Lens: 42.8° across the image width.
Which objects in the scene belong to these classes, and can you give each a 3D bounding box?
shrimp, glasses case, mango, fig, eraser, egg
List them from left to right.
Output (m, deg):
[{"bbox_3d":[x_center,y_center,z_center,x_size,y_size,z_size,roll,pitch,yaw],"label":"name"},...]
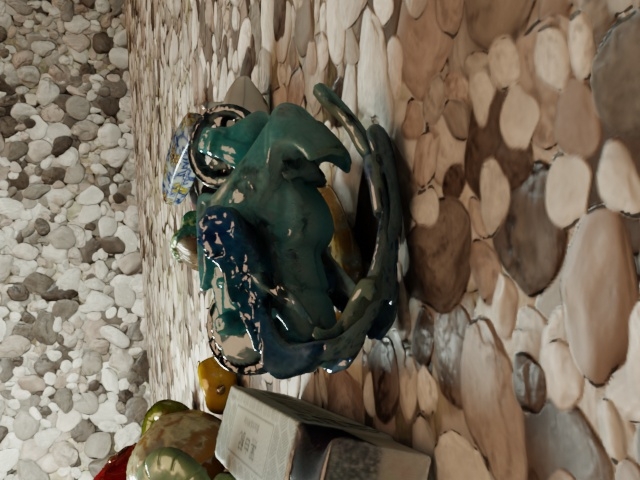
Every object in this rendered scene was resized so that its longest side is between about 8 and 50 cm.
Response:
[{"bbox_3d":[-0.325,0.437,1.894,0.127,0.185,0.132,-15,70,33],"label":"fig"},{"bbox_3d":[-0.279,-0.159,1.658,0.248,0.065,0.086,127,145,-54],"label":"glasses case"},{"bbox_3d":[-0.222,0.380,1.363,0.233,0.195,0.194,-52,-33,-68],"label":"egg"},{"bbox_3d":[-0.179,0.253,1.425,0.187,0.066,0.101,128,129,-72],"label":"mango"},{"bbox_3d":[-0.018,0.218,0.825,0.404,0.098,0.096,168,115,-73],"label":"eraser"},{"bbox_3d":[0.003,0.001,0.847,0.187,0.052,0.132,51,129,50],"label":"shrimp"}]

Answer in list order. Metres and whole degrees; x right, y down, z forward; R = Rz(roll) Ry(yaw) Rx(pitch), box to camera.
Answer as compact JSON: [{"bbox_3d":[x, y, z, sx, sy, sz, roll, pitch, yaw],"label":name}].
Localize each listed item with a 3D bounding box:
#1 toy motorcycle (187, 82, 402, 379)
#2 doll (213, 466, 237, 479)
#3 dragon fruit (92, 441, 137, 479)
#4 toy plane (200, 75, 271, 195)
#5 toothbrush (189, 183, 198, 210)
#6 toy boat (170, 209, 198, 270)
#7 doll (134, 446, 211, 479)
[{"bbox_3d":[-0.026,-0.010,0.724,0.206,0.154,0.260,-11,80,29],"label":"toy motorcycle"},{"bbox_3d":[-0.130,0.353,1.280,0.115,0.078,0.150,120,152,-64],"label":"doll"},{"bbox_3d":[-0.314,0.527,1.520,0.301,0.296,0.295,-74,-4,-53],"label":"dragon fruit"},{"bbox_3d":[-0.110,-0.095,1.084,0.251,0.101,0.255,124,141,-80],"label":"toy plane"},{"bbox_3d":[-0.271,-0.095,1.730,0.269,0.021,0.027,-122,46,-56],"label":"toothbrush"},{"bbox_3d":[-0.212,0.004,1.432,0.099,0.108,0.293,55,167,-3],"label":"toy boat"},{"bbox_3d":[-0.106,0.386,0.982,0.216,0.284,0.268,-29,-47,-61],"label":"doll"}]
